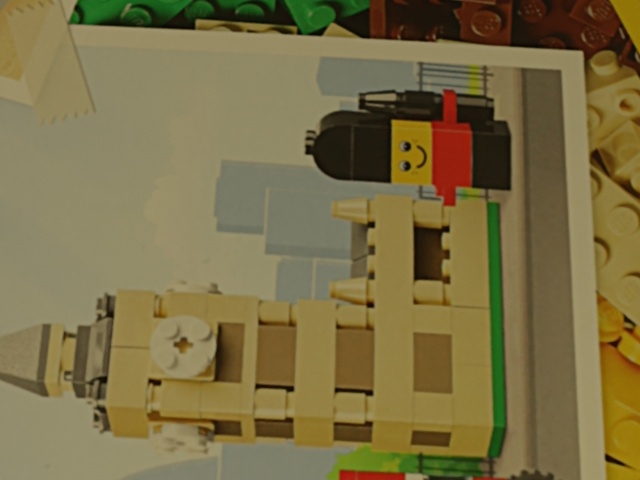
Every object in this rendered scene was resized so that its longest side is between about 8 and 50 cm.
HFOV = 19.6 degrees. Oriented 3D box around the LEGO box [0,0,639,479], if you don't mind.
[{"bbox_3d":[-0.080,0.009,0.484,0.372,0.500,0.193,9,155,0],"label":"LEGO box"}]
